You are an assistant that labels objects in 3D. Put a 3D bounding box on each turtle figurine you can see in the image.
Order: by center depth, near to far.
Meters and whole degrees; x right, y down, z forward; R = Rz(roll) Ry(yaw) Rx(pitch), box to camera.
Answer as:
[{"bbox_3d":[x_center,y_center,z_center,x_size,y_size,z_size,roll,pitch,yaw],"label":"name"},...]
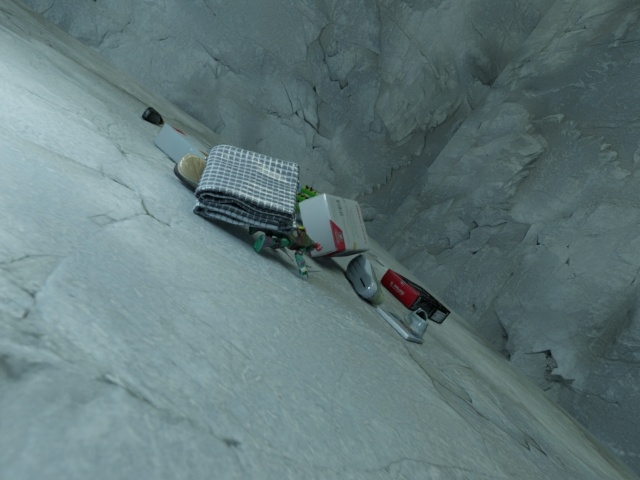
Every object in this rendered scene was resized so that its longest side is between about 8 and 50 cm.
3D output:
[{"bbox_3d":[-0.094,0.013,1.217,0.234,0.118,0.175,21,12,-36],"label":"turtle figurine"}]

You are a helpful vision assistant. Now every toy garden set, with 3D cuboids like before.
[{"bbox_3d":[-0.146,-0.229,2.024,0.203,0.049,0.244,28,45,24],"label":"toy garden set"}]

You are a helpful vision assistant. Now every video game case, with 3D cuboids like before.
[{"bbox_3d":[0.286,0.304,1.461,0.143,0.019,0.157,27,11,-49],"label":"video game case"}]

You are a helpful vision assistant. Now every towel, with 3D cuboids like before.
[{"bbox_3d":[-0.193,-0.147,1.152,0.283,0.121,0.235,13,40,-14],"label":"towel"}]

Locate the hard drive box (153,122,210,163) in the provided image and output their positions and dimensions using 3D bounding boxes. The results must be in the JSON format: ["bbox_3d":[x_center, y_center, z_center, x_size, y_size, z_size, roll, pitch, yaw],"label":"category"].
[{"bbox_3d":[-0.474,-0.315,1.528,0.232,0.089,0.181,39,8,16],"label":"hard drive box"}]

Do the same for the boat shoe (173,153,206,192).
[{"bbox_3d":[-0.329,-0.168,1.291,0.285,0.103,0.092,31,-23,-36],"label":"boat shoe"}]

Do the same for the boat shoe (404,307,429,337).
[{"bbox_3d":[0.390,0.314,1.611,0.079,0.081,0.227,37,9,3],"label":"boat shoe"}]

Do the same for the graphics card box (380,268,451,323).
[{"bbox_3d":[0.495,0.293,2.122,0.370,0.094,0.233,27,12,-44],"label":"graphics card box"}]

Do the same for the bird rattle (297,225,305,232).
[{"bbox_3d":[0.000,0.000,1.782,0.253,0.143,0.207,46,10,-46],"label":"bird rattle"}]

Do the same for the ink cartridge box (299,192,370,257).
[{"bbox_3d":[0.062,-0.051,1.641,0.306,0.131,0.226,5,70,-61],"label":"ink cartridge box"}]

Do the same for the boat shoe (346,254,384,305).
[{"bbox_3d":[0.173,0.156,1.606,0.094,0.109,0.302,50,12,-21],"label":"boat shoe"}]

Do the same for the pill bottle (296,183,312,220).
[{"bbox_3d":[-0.100,-0.191,2.159,0.152,0.152,0.272,31,10,-32],"label":"pill bottle"}]

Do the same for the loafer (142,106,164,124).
[{"bbox_3d":[-0.750,-0.557,1.843,0.061,0.062,0.170,40,9,-10],"label":"loafer"}]
